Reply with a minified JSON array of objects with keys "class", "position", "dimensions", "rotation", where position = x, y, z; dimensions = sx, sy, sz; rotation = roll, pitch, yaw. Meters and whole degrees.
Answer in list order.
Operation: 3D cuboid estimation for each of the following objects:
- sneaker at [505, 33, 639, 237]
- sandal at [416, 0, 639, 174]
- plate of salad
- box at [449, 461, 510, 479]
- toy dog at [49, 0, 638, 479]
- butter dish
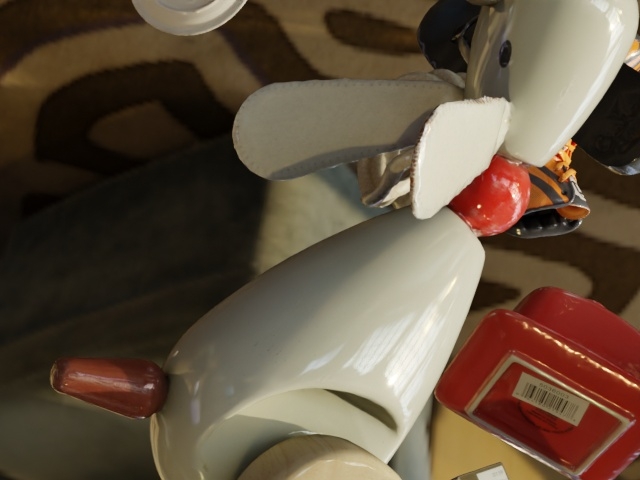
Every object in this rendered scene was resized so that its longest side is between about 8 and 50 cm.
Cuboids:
[{"class":"sneaker","position":[0.303,-0.114,1.791],"dimensions":[0.321,0.180,0.124],"rotation":[-37,151,0]},{"class":"sandal","position":[0.172,-0.141,1.139],"dimensions":[0.254,0.097,0.054],"rotation":[35,-174,40]},{"class":"plate of salad","position":[-0.181,-0.387,2.086],"dimensions":[0.200,0.199,0.048],"rotation":[-2,167,16]},{"class":"box","position":[0.101,0.325,1.693],"dimensions":[0.225,0.036,0.136],"rotation":[-30,166,25]},{"class":"toy dog","position":[0.000,0.000,0.657],"dimensions":[0.161,0.333,0.220],"rotation":[32,157,-26]},{"class":"butter dish","position":[0.194,0.095,1.138],"dimensions":[0.160,0.118,0.160],"rotation":[30,145,3]}]
